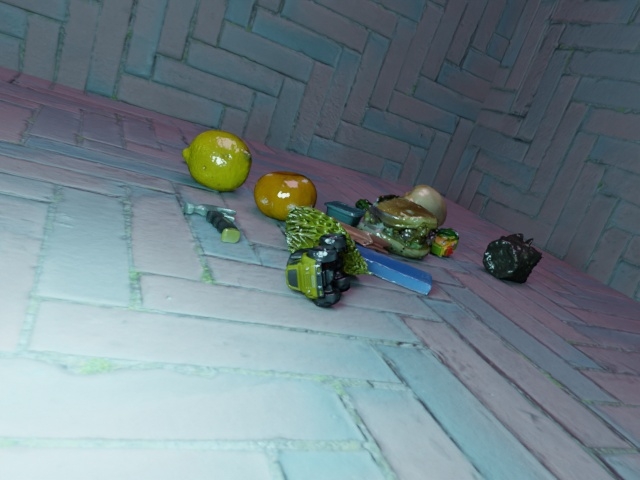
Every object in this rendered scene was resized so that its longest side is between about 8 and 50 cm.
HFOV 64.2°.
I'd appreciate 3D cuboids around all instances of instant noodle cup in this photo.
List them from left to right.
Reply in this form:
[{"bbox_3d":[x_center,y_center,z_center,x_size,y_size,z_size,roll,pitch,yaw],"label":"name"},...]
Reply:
[{"bbox_3d":[0.101,-0.110,2.153,0.157,0.070,0.179,24,16,18],"label":"instant noodle cup"}]

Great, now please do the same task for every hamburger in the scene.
[{"bbox_3d":[0.321,-0.055,2.007,0.276,0.195,0.317,33,22,32],"label":"hamburger"}]

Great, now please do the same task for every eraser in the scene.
[{"bbox_3d":[0.212,0.087,1.665,0.311,0.043,0.144,22,15,7],"label":"eraser"}]

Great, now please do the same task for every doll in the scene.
[{"bbox_3d":[0.527,0.006,2.219,0.134,0.107,0.186,18,31,13],"label":"doll"}]

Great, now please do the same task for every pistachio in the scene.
[{"bbox_3d":[0.523,-0.165,2.603,0.321,0.229,0.238,10,59,-48],"label":"pistachio"}]

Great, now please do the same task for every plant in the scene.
[{"bbox_3d":[0.847,0.082,2.222,0.275,0.199,0.188,-1,31,-43],"label":"plant"}]

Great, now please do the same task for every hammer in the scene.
[{"bbox_3d":[-0.298,-0.054,1.518,0.158,0.041,0.226,6,20,-36],"label":"hammer"}]

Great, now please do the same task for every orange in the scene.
[{"bbox_3d":[-0.125,-0.158,1.842,0.239,0.172,0.240,5,16,-1],"label":"orange"}]

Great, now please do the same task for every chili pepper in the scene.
[{"bbox_3d":[0.241,-0.155,2.500,0.122,0.065,0.278,17,15,-45],"label":"chili pepper"}]

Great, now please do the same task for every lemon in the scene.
[{"bbox_3d":[-0.386,-0.303,1.924,0.253,0.229,0.228,18,15,-1],"label":"lemon"}]

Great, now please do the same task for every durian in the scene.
[{"bbox_3d":[0.003,-0.011,1.546,0.197,0.163,0.394,11,11,-37],"label":"durian"}]

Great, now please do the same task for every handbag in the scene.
[{"bbox_3d":[0.137,-0.016,1.844,0.212,0.060,0.157,25,3,44],"label":"handbag"}]

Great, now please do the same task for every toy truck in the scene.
[{"bbox_3d":[-0.020,0.072,1.288,0.165,0.148,0.224,-1,13,15],"label":"toy truck"}]
